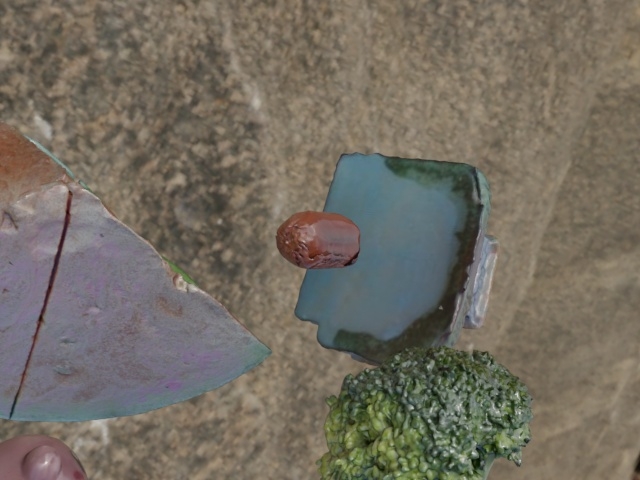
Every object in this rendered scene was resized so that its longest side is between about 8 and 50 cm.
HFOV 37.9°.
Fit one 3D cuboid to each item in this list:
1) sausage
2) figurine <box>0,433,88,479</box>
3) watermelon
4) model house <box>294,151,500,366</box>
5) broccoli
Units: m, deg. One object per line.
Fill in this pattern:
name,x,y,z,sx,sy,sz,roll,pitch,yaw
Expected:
sausage,0.000,0.000,1.185,0.141,0.076,0.076,-2,117,-55
figurine,-0.383,0.336,1.215,0.173,0.173,0.173,-35,140,-36
watermelon,-0.246,-0.003,0.787,0.319,0.222,0.292,-20,136,14
model house,0.179,0.076,1.645,0.339,0.298,0.360,37,64,-58
broccoli,0.120,0.235,1.112,0.288,0.235,0.259,3,117,-56
